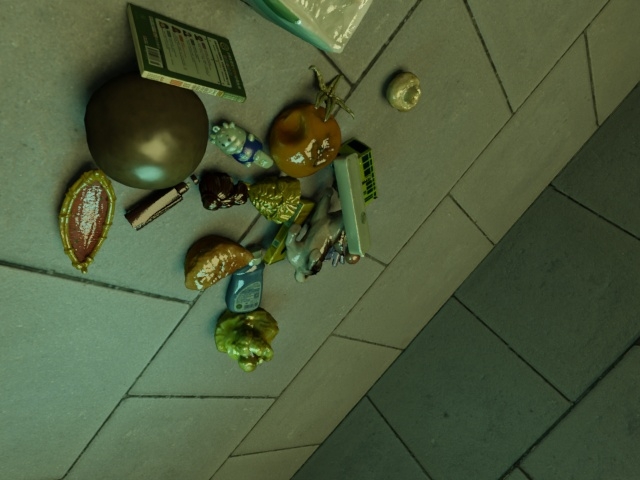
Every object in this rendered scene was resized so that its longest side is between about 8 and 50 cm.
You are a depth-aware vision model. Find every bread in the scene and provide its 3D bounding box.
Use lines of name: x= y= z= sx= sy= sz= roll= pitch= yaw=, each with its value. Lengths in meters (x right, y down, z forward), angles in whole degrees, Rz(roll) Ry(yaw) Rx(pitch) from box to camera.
bread: x=-0.371 y=0.058 z=1.552 sx=0.260 sy=0.129 sz=0.134 roll=-28 pitch=139 yaw=-23

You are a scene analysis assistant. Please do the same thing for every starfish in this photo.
starfish: x=0.033 y=-0.462 z=1.425 sx=0.216 sy=0.050 sz=0.224 roll=38 pitch=57 yaw=-17

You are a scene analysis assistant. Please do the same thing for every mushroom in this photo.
mushroom: x=0.307 y=-0.541 z=1.621 sx=0.148 sy=0.112 sz=0.148 roll=-34 pitch=147 yaw=-26

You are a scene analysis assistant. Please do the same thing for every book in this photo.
book: x=-0.316 y=-0.445 z=1.071 sx=0.264 sy=0.202 sz=0.027 roll=0 pitch=153 yaw=-44

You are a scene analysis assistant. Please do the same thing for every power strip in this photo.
power strip: x=0.118 y=-0.116 z=1.586 sx=0.091 sy=0.062 sz=0.386 roll=-37 pitch=122 yaw=-51

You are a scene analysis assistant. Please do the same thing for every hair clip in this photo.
hair clip: x=0.099 y=0.002 z=1.965 sx=0.137 sy=0.090 sz=0.279 roll=-12 pitch=133 yaw=-48

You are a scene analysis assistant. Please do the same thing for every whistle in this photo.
whistle: x=-0.237 y=-0.286 z=1.367 sx=0.110 sy=0.092 sz=0.244 roll=-34 pitch=142 yaw=21

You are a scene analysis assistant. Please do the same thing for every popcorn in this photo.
popcorn: x=-0.297 y=0.402 z=1.844 sx=0.276 sy=0.276 sz=0.226 roll=-34 pitch=137 yaw=-13

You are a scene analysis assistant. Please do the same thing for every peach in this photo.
peach: x=0.150 y=0.071 z=2.085 sx=0.083 sy=0.083 sz=0.083 roll=-25 pitch=139 yaw=-24

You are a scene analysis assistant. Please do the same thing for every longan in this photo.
longan: x=-0.414 y=-0.266 z=1.090 sx=0.297 sy=0.297 sz=0.297 roll=-25 pitch=139 yaw=-24

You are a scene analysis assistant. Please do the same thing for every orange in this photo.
orange: x=-0.038 y=-0.314 z=1.457 sx=0.248 sy=0.183 sz=0.249 roll=-23 pitch=137 yaw=-24

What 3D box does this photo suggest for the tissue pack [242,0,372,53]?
tissue pack: x=-0.085 y=-0.601 z=0.994 sx=0.266 sy=0.356 sz=0.194 roll=20 pitch=110 yaw=-50

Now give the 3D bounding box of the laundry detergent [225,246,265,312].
laundry detergent: x=-0.290 y=0.149 z=1.747 sx=0.143 sy=0.094 sz=0.290 roll=-2 pitch=124 yaw=-26

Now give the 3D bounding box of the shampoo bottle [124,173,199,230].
shampoo bottle: x=-0.471 y=-0.121 z=1.338 sx=0.236 sy=0.068 sz=0.067 roll=-36 pitch=122 yaw=-10

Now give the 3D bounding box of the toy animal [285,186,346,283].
toy animal: x=0.000 y=0.000 z=1.742 sx=0.344 sy=0.194 sz=0.303 roll=-47 pitch=160 yaw=-28

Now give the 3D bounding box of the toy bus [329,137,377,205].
toy bus: x=0.136 y=-0.250 z=1.727 sx=0.150 sy=0.128 sz=0.262 roll=-35 pitch=141 yaw=-16

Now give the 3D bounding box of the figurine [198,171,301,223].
figurine: x=-0.245 y=-0.160 z=1.461 sx=0.315 sy=0.187 sz=0.168 roll=8 pitch=83 yaw=-36

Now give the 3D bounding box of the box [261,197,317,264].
box: x=-0.116 y=-0.035 z=1.710 sx=0.279 sy=0.041 sz=0.153 roll=-58 pitch=169 yaw=15

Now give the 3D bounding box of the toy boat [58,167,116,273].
toy boat: x=-0.637 y=-0.064 z=1.213 sx=0.140 sy=0.099 sz=0.318 roll=-5 pitch=125 yaw=-45
